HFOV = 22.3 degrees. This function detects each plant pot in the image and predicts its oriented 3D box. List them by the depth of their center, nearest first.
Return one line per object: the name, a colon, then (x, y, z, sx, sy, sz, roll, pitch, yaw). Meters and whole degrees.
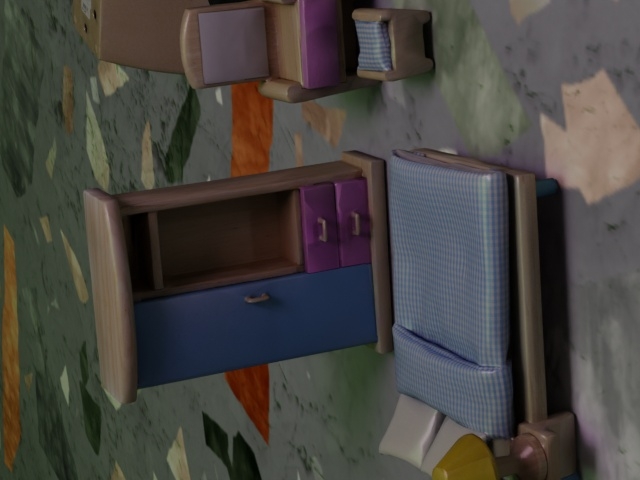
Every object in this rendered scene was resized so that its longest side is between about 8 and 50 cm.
plant pot: (-0.151, -0.202, 1.354, 0.109, 0.096, 0.109, -128, 36, -48)

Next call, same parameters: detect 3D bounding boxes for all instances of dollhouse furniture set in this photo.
dollhouse furniture set: (0.000, 0.000, 0.964, 0.303, 0.198, 0.286, -156, 59, -62)

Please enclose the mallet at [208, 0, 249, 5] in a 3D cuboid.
mallet: (-0.066, -0.264, 1.219, 0.062, 0.039, 0.190, -174, 79, -67)
